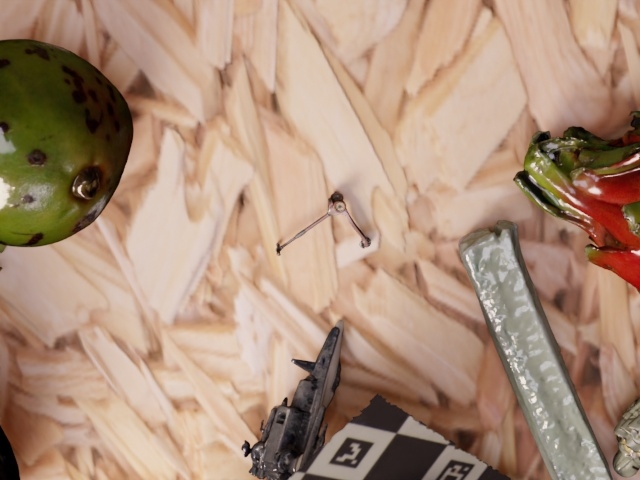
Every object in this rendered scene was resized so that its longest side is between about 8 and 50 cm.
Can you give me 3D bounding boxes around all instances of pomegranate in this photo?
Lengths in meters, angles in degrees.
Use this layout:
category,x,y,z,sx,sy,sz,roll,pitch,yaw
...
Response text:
category,x,y,z,sx,sy,sz,roll,pitch,yaw
pomegranate,-0.287,-0.099,1.068,0.248,0.202,0.202,33,105,25

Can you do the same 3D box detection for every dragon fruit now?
category,x,y,z,sx,sy,sz,roll,pitch,yaw
dragon fruit,0.325,-0.046,1.058,0.269,0.198,0.200,41,114,6

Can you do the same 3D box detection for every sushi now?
category,x,y,z,sx,sy,sz,roll,pitch,yaw
sushi,0.054,0.336,1.129,0.320,0.069,0.339,-44,130,11

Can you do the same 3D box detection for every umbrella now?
category,x,y,z,sx,sy,sz,roll,pitch,yaw
umbrella,0.333,0.171,1.167,0.067,0.062,0.143,27,98,-37

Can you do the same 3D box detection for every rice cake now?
category,x,y,z,sx,sy,sz,roll,pitch,yaw
rice cake,0.218,0.140,1.159,0.063,0.066,0.336,-21,104,7

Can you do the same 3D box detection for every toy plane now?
category,x,y,z,sx,sy,sz,roll,pitch,yaw
toy plane,-0.026,0.189,1.154,0.082,0.160,0.234,10,84,-26

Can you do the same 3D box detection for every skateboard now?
category,x,y,z,sx,sy,sz,roll,pitch,yaw
skateboard,0.000,0.000,1.152,0.083,0.032,0.064,-32,111,7

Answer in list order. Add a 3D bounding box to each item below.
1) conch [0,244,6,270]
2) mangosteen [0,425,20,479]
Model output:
category,x,y,z,sx,sy,sz,roll,pitch,yaw
conch,-0.375,-0.028,1.138,0.170,0.079,0.105,26,110,-20
mangosteen,-0.478,0.264,1.094,0.382,0.382,0.435,44,140,-9
